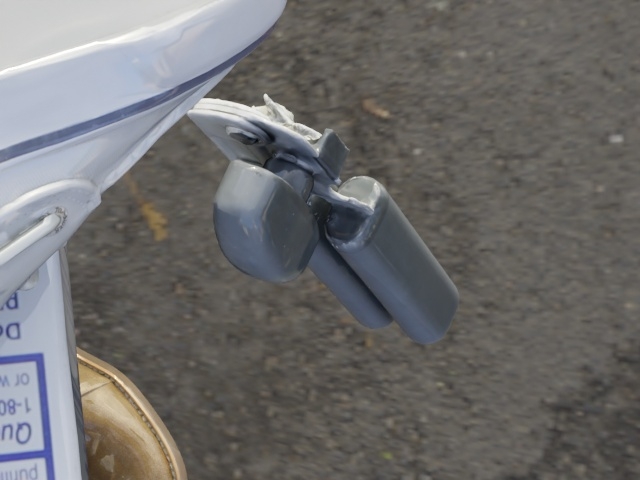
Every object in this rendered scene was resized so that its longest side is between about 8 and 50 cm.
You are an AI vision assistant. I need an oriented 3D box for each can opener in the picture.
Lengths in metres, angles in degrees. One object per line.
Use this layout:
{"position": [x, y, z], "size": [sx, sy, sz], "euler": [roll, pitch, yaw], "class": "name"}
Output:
{"position": [0.000, 0.000, 0.981], "size": [0.093, 0.074, 0.280], "euler": [-66, 151, -11], "class": "can opener"}

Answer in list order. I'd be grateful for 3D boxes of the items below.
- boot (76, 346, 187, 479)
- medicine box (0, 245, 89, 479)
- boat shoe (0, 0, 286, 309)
{"position": [-0.246, 0.140, 1.506], "size": [0.305, 0.112, 0.115], "euler": [42, 32, 13], "class": "boot"}
{"position": [-0.168, 0.049, 0.674], "size": [0.149, 0.263, 0.289], "euler": [-5, 80, -7], "class": "medicine box"}
{"position": [-0.114, -0.015, 0.508], "size": [0.267, 0.096, 0.088], "euler": [-37, 137, -34], "class": "boat shoe"}
